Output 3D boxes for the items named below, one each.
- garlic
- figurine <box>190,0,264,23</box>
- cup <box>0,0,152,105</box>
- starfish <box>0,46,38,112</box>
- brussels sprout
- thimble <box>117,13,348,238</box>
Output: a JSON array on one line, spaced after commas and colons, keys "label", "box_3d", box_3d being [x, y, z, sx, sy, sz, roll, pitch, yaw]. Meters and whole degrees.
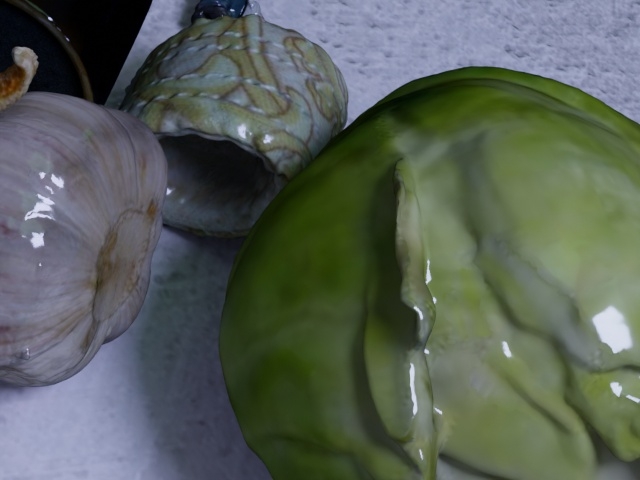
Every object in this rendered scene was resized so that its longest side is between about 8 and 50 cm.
[{"label": "garlic", "box_3d": [-0.228, -0.011, 1.069, 0.212, 0.219, 0.218, 17, 42, 19]}, {"label": "figurine", "box_3d": [-0.073, -0.237, 1.404, 0.086, 0.087, 0.149, 53, 46, -42]}, {"label": "cup", "box_3d": [-0.250, -0.189, 1.184, 0.239, 0.166, 0.177, 32, 42, -9]}, {"label": "starfish", "box_3d": [-0.318, 0.032, 0.939, 0.084, 0.301, 0.294, 46, 45, -51]}, {"label": "brussels sprout", "box_3d": [0.140, 0.052, 1.119, 0.425, 0.342, 0.361, 8, 60, -42]}, {"label": "thimble", "box_3d": [-0.082, -0.090, 1.234, 0.190, 0.137, 0.143, 4, 45, 17]}]
